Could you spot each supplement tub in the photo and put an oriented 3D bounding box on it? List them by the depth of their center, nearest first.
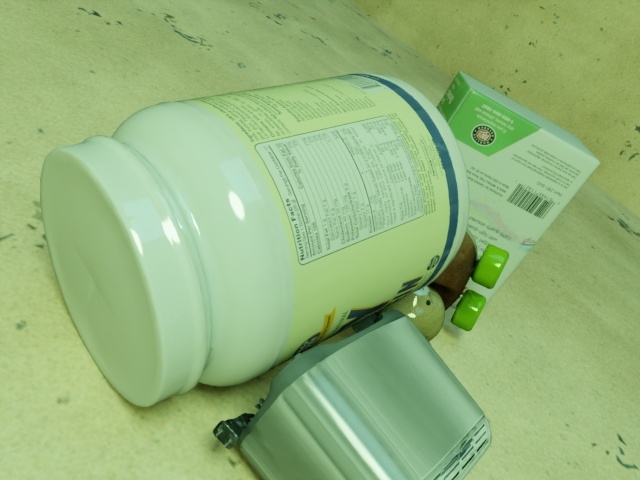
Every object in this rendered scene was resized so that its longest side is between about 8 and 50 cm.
[{"bbox_3d":[-0.047,-0.016,0.522,0.324,0.236,0.235,-21,57,-38],"label":"supplement tub"}]

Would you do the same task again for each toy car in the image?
[{"bbox_3d":[0.113,0.067,0.695,0.155,0.149,0.188,26,39,16],"label":"toy car"}]

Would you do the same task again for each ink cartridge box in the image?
[{"bbox_3d":[0.210,-0.060,0.823,0.201,0.278,0.117,26,27,-10],"label":"ink cartridge box"}]

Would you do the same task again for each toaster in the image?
[{"bbox_3d":[0.039,0.161,0.481,0.146,0.129,0.227,47,31,21],"label":"toaster"}]
